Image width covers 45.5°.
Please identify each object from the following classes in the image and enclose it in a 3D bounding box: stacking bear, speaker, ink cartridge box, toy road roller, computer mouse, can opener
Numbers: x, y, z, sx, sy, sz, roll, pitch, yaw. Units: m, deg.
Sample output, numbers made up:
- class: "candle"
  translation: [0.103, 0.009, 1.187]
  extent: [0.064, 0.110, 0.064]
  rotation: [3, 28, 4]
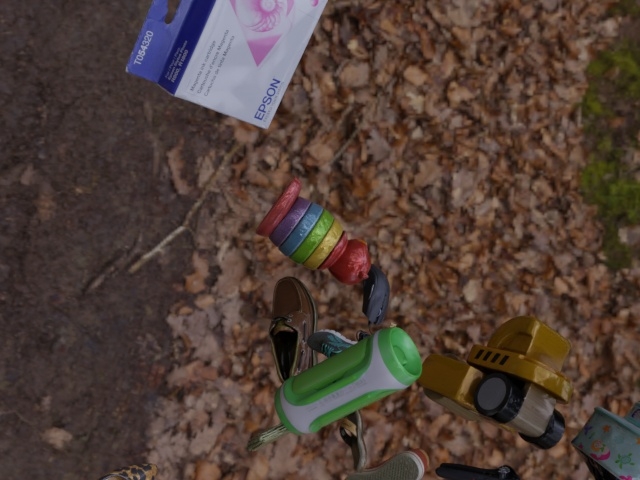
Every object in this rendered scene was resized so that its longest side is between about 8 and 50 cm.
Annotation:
- class: "stacking bear"
  translation: [0.000, 0.000, 1.887]
  extent: [0.289, 0.175, 0.164]
  rotation: [36, 80, -6]
- class: "speaker"
  translation: [0.052, 0.283, 1.521]
  extent: [0.131, 0.296, 0.131]
  rotation: [40, 31, -31]
- class: "ink cartridge box"
  translation: [-0.179, -0.422, 1.540]
  extent: [0.330, 0.071, 0.324]
  rotation: [13, 111, -40]
- class: "toy road roller"
  translation: [0.402, 0.288, 1.674]
  extent: [0.202, 0.329, 0.240]
  rotation: [34, 76, -28]
- class: "computer mouse"
  translation: [0.189, 0.207, 2.279]
  extent: [0.184, 0.060, 0.262]
  rotation: [36, 54, -44]
- class: "can opener"
  translation: [0.332, 0.499, 1.603]
  extent: [0.059, 0.186, 0.073]
  rotation: [5, 90, -66]

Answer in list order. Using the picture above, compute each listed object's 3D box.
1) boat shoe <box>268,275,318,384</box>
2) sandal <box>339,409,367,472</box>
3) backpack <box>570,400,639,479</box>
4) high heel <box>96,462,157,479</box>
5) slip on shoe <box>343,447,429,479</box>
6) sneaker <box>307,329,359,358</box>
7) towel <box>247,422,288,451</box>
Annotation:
- class: "boat shoe"
  translation: [-0.072, 0.222, 1.917]
  extent: [0.104, 0.111, 0.307]
  rotation: [30, 42, -54]
- class: "sandal"
  translation: [0.068, 0.435, 1.716]
  extent: [0.072, 0.049, 0.180]
  rotation: [106, -18, -47]
- class: "backpack"
  translation: [0.601, 0.409, 1.400]
  extent: [0.253, 0.225, 0.191]
  rotation: [33, 90, -15]
- class: "high heel"
  translation: [-0.322, 0.409, 1.204]
  extent: [0.093, 0.186, 0.261]
  rotation: [51, 40, 6]
- class: "slip on shoe"
  translation: [0.183, 0.684, 2.177]
  extent: [0.101, 0.331, 0.123]
  rotation: [-9, 64, -53]
- class: "sneaker"
  translation: [0.037, 0.259, 1.798]
  extent: [0.076, 0.166, 0.065]
  rotation: [-29, 126, -58]
- class: "towel"
  translation: [-0.099, 0.414, 1.640]
  extent: [0.110, 0.148, 0.027]
  rotation: [-21, 74, -24]
